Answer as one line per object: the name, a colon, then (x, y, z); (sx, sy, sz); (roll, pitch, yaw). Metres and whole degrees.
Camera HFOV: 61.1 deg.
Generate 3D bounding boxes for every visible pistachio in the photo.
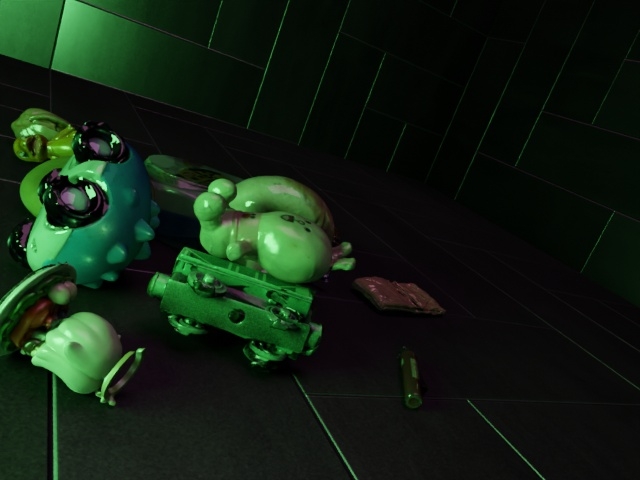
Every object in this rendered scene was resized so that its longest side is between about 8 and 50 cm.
pistachio: (-0.690, -0.269, 1.365); (0.149, 0.113, 0.113); (27, 8, -43)

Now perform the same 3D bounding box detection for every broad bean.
broad bean: (-0.432, -0.092, 1.029); (0.263, 0.121, 0.189); (19, 50, -1)

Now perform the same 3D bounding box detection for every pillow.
pillow: (0.189, 0.132, 1.280); (0.232, 0.043, 0.126); (11, 24, -40)

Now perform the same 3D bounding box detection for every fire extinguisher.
fire extinguisher: (0.161, 0.232, 0.933); (0.048, 0.035, 0.173); (17, 19, -1)

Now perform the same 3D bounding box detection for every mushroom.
mushroom: (-0.092, 0.007, 1.035); (0.243, 0.244, 0.243); (20, 16, -6)

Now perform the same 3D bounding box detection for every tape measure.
tape measure: (-0.288, -0.087, 1.211); (0.262, 0.138, 0.259); (22, 15, 3)

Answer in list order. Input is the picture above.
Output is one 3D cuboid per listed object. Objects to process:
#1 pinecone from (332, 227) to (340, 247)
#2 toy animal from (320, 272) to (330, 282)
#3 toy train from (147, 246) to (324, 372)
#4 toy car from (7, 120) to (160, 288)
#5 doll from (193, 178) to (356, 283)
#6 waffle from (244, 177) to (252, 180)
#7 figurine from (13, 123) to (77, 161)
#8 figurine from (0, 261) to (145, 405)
pinecone: (0.003, -0.002, 1.389); (0.102, 0.102, 0.109); (11, 9, -33)
toy animal: (-0.085, 0.050, 1.196); (0.216, 0.041, 0.075); (15, 23, -7)
toy train: (-0.129, 0.108, 0.836); (0.269, 0.115, 0.154); (19, 8, -9)
toy car: (-0.347, -0.042, 0.854); (0.190, 0.188, 0.255); (31, 40, -30)
doll: (-0.081, 0.002, 0.884); (0.274, 0.113, 0.155); (24, 23, -16)
waffle: (-0.143, -0.141, 1.718); (0.249, 0.056, 0.261); (21, 18, 0)
figurine: (-0.633, -0.214, 1.296); (0.176, 0.122, 0.122); (2, -5, -27)
figurine: (-0.277, 0.115, 0.622); (0.153, 0.132, 0.132); (35, 17, 4)
